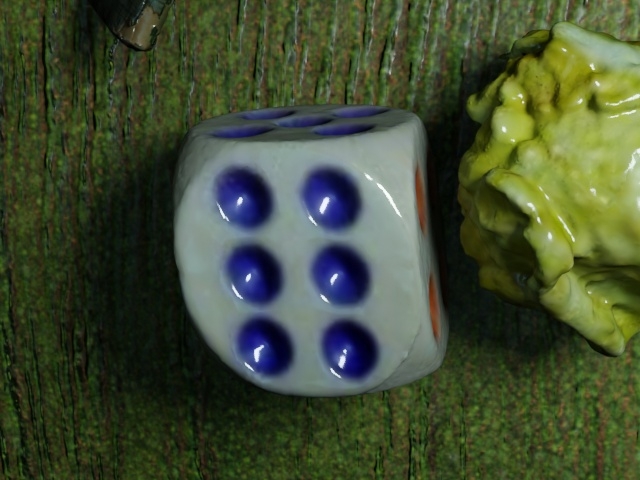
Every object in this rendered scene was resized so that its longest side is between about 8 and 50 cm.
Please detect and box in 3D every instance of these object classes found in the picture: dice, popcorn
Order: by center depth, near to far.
[{"bbox_3d":[0.269,-0.047,1.060,0.312,0.312,0.312,3,104,10],"label":"popcorn"},{"bbox_3d":[0.000,0.000,1.122,0.243,0.251,0.259,-2,104,12],"label":"dice"}]

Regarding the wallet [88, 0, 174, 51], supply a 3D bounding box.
[{"bbox_3d":[-0.148,-0.359,1.115,0.044,0.169,0.317,14,112,-37],"label":"wallet"}]
